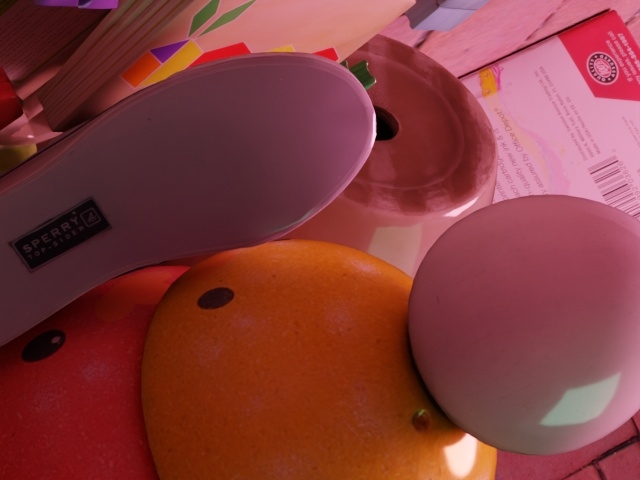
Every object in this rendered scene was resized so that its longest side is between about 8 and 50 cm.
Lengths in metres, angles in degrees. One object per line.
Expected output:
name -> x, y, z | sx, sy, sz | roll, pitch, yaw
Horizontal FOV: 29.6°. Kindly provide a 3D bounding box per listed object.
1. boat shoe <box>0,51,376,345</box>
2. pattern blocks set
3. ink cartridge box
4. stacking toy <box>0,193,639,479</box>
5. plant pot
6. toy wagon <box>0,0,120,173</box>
boat shoe -> -0.097, -0.029, 0.602 | 0.258, 0.095, 0.084 | -20, -161, 5
pattern blocks set -> -0.048, -0.103, 0.626 | 0.285, 0.026, 0.324 | -32, 166, 26
ink cartridge box -> 0.204, -0.058, 1.207 | 0.306, 0.226, 0.131 | -25, 167, -5
stacking toy -> -0.027, 0.109, 0.647 | 0.479, 0.351, 0.350 | -31, 167, 28
plant pot -> 0.000, 0.000, 0.941 | 0.323, 0.323, 0.280 | -18, 149, -34
toy wagon -> -0.146, -0.123, 0.573 | 0.267, 0.068, 0.344 | -32, 166, 24
